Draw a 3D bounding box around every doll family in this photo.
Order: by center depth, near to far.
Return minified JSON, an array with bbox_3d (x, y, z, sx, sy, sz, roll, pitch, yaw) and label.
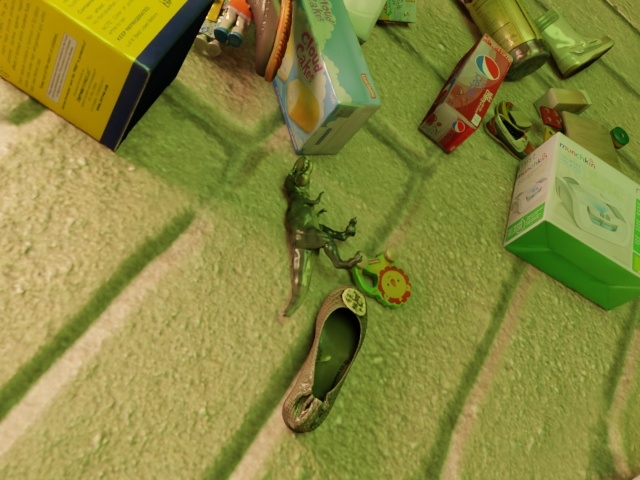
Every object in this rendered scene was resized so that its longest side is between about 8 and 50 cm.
[{"bbox_3d":[-0.204,-0.410,1.195,0.263,0.118,0.163,24,68,-6],"label":"doll family"}]

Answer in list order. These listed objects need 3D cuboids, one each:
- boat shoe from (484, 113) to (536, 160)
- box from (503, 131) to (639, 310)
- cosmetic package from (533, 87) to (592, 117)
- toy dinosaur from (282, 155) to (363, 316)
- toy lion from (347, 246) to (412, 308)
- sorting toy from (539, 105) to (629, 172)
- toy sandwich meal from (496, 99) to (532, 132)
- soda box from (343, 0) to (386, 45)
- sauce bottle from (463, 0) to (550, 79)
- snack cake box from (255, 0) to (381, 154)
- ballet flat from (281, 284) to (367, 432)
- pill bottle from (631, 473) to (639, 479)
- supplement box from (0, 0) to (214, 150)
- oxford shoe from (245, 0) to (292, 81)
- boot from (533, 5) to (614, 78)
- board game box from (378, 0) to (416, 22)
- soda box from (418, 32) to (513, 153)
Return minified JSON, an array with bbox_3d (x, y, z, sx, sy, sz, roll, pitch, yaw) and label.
[{"bbox_3d":[0.397,-0.207,1.464,0.137,0.043,0.049,35,50,-11],"label":"boat shoe"},{"bbox_3d":[0.502,-0.035,1.379,0.262,0.127,0.231,30,55,-11],"label":"box"},{"bbox_3d":[0.534,-0.301,1.586,0.115,0.060,0.041,-6,68,-31],"label":"cosmetic package"},{"bbox_3d":[0.000,0.000,1.106,0.118,0.064,0.268,6,61,-11],"label":"toy dinosaur"},{"bbox_3d":[0.099,0.064,1.149,0.100,0.034,0.096,-10,77,-34],"label":"toy lion"},{"bbox_3d":[0.566,-0.203,1.558,0.275,0.046,0.132,9,60,-27],"label":"sorting toy"},{"bbox_3d":[0.405,-0.261,1.507,0.086,0.029,0.085,14,58,-23],"label":"toy sandwich meal"},{"bbox_3d":[0.092,-0.497,1.338,0.091,0.098,0.286,28,81,-14],"label":"soda box"},{"bbox_3d":[0.383,-0.521,1.589,0.111,0.111,0.344,-10,70,-34],"label":"sauce bottle"},{"bbox_3d":[-0.009,-0.294,1.205,0.089,0.152,0.264,-5,66,-32],"label":"snack cake box"},{"bbox_3d":[0.017,0.160,1.026,0.084,0.058,0.250,36,52,-9],"label":"ballet flat"},{"bbox_3d":[0.610,0.444,1.106,0.408,0.229,0.229,-6,67,-32],"label":"pill bottle"},{"bbox_3d":[-0.364,-0.330,0.991,0.356,0.195,0.194,35,52,-10],"label":"supplement box"},{"bbox_3d":[-0.090,-0.382,1.120,0.098,0.097,0.271,5,86,-4],"label":"oxford shoe"},{"bbox_3d":[0.599,-0.488,1.720,0.213,0.077,0.165,-32,81,-36],"label":"boot"},{"bbox_3d":[0.147,-0.521,1.451,0.103,0.026,0.154,-8,103,-33],"label":"board game box"},{"bbox_3d":[0.290,-0.292,1.416,0.083,0.092,0.263,38,52,-6],"label":"soda box"}]
